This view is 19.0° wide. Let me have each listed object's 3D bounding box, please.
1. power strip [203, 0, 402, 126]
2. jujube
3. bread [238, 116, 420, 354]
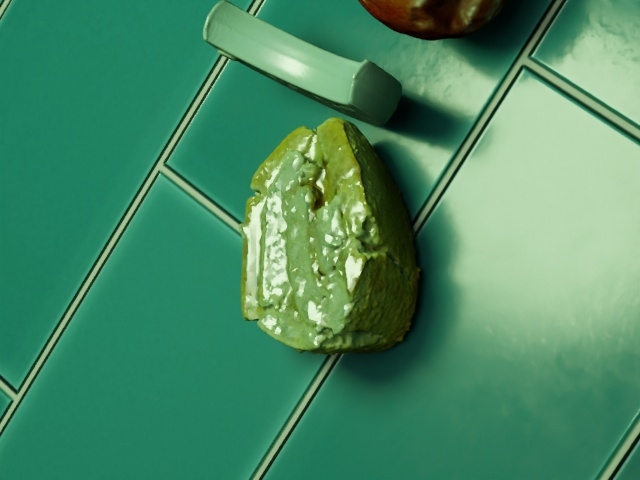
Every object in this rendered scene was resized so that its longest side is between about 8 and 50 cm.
[{"bbox_3d":[-0.017,-0.187,2.063,0.253,0.167,0.054,25,87,34],"label":"power strip"},{"bbox_3d":[0.101,-0.324,2.014,0.190,0.190,0.255,-39,52,19],"label":"jujube"},{"bbox_3d":[0.000,0.000,2.046,0.186,0.124,0.257,-13,73,29],"label":"bread"}]
